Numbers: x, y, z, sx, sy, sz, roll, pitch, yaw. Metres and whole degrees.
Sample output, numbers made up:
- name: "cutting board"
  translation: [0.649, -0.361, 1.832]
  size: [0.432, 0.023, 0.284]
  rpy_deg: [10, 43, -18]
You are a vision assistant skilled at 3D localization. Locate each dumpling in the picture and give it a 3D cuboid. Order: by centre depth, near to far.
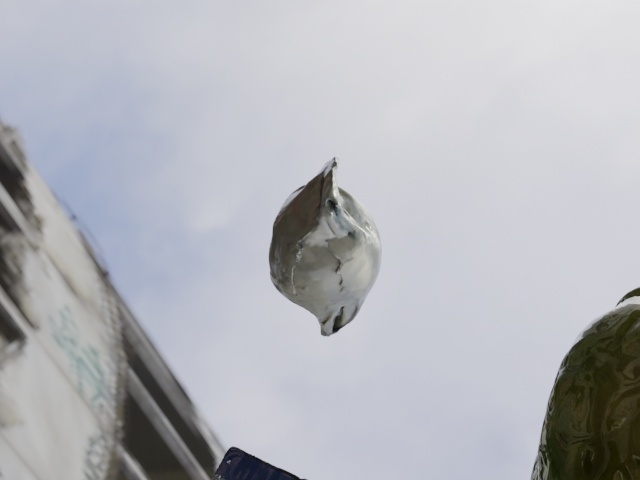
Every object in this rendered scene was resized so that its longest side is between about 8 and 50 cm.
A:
- name: "dumpling"
  translation: [0.000, 0.000, 1.536]
  size: [0.108, 0.188, 0.127]
  rpy_deg: [-8, -145, -9]

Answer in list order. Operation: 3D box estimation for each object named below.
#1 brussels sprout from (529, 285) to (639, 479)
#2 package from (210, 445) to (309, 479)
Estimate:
- name: "brussels sprout"
  translation: [0.264, 0.148, 0.810]
  size: [0.268, 0.344, 0.344]
  rpy_deg: [-19, -147, 56]
- name: "package"
  translation: [-0.072, 0.249, 1.232]
  size: [0.173, 0.027, 0.171]
  rpy_deg: [-58, -151, -12]
